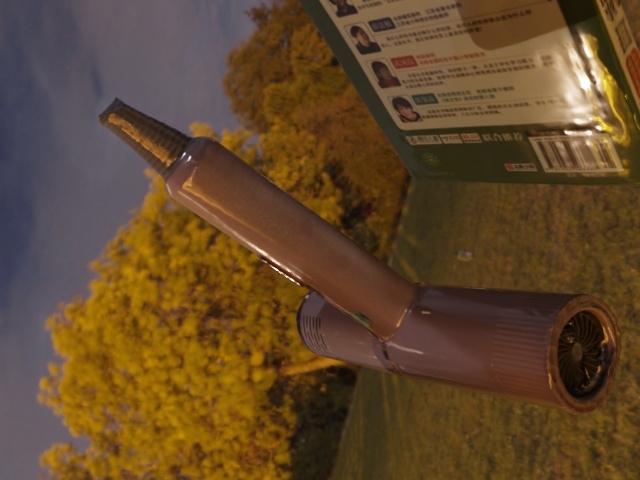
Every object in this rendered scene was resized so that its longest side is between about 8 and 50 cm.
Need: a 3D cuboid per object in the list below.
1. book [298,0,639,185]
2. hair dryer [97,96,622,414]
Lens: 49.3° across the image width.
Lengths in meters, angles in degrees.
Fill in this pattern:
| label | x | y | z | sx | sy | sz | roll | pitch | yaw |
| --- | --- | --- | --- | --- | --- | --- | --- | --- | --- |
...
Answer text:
| label | x | y | z | sx | sy | sz | roll | pitch | yaw |
| --- | --- | --- | --- | --- | --- | --- | --- | --- | --- |
| book | 0.076 | -0.133 | 0.421 | 0.027 | 0.202 | 0.264 | -54 | -55 | -22 |
| hair dryer | 0.005 | -0.002 | 0.335 | 0.195 | 0.220 | 0.054 | 0 | 52 | 55 |
